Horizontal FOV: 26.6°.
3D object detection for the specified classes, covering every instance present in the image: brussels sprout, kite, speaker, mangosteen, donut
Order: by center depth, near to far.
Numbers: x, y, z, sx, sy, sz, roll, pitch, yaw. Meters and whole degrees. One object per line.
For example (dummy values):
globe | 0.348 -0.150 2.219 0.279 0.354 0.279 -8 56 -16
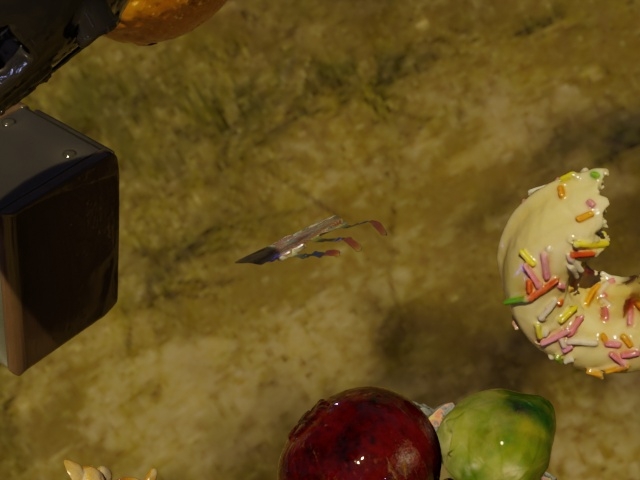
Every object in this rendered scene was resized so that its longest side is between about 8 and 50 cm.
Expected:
kite | -0.001 -0.003 1.417 0.127 0.016 0.229 -31 13 -23
speaker | -0.331 -0.003 1.491 0.153 0.231 0.192 28 44 25
mangosteen | 0.071 0.304 1.643 0.215 0.257 0.215 -42 4 3
brussels sprout | 0.227 0.246 1.715 0.149 0.122 0.151 13 41 -8
donut | 0.444 0.074 2.152 0.307 0.371 0.150 -43 19 32

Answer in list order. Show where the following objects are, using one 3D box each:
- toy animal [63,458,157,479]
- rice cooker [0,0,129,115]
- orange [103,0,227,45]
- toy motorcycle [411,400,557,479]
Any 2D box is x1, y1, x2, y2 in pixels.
toy animal | -0.207 0.236 1.324 0.083 0.060 0.081 39 101 28
rice cooker | -0.251 -0.175 0.831 0.267 0.224 0.267 -36 10 7
orange | -0.242 -0.434 1.781 0.293 0.340 0.340 -45 17 26
toy motorcycle | 0.259 0.358 2.243 0.108 0.307 0.173 -56 2 -11
